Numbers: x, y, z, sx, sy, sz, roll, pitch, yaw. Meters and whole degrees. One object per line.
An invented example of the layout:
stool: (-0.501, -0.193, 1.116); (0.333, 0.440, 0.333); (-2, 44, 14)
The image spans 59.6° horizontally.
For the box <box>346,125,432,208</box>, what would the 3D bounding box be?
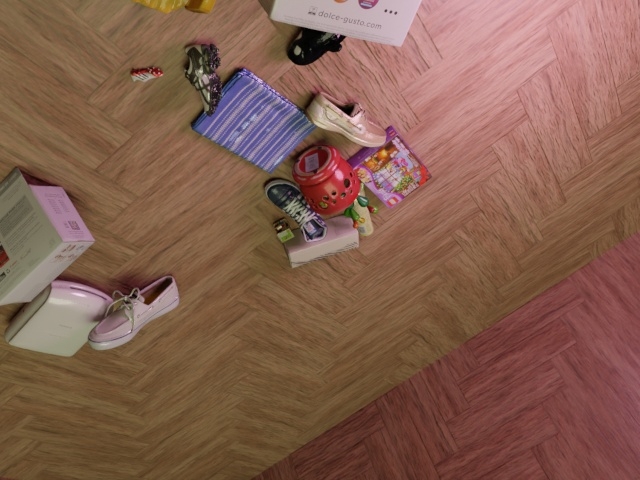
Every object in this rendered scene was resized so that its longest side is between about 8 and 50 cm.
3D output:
box: (0.252, -0.254, 2.003); (0.201, 0.057, 0.293); (-37, 139, 15)

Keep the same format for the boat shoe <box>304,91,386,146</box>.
boat shoe: (0.099, -0.380, 1.756); (0.302, 0.109, 0.098); (15, 127, -31)

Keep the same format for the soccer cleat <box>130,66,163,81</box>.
soccer cleat: (-0.457, -0.436, 1.475); (0.083, 0.029, 0.035); (-7, 146, -15)

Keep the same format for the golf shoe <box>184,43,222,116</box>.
golf shoe: (-0.319, -0.434, 1.512); (0.094, 0.077, 0.198); (9, 124, 7)

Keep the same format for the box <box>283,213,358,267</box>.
box: (0.000, 0.000, 2.111); (0.275, 0.113, 0.094); (-17, 140, -7)

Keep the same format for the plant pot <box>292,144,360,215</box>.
plant pot: (0.016, -0.206, 1.837); (0.191, 0.191, 0.174); (-29, 135, 5)

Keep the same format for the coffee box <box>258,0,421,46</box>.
coffee box: (0.037, -0.679, 1.217); (0.338, 0.338, 0.334); (0, 134, -29)

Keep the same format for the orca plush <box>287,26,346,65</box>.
orca plush: (0.048, -0.548, 1.521); (0.287, 0.102, 0.151); (-24, 159, 3)

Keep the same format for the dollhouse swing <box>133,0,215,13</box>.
dollhouse swing: (-0.344, -0.593, 1.148); (0.347, 0.305, 0.315); (9, 129, -35)

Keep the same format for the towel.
towel: (-0.192, -0.348, 1.693); (0.243, 0.040, 0.336); (-43, 137, 21)

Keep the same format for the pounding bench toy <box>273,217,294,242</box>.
pounding bench toy: (-0.140, -0.048, 2.022); (0.052, 0.065, 0.083); (-27, 140, 4)

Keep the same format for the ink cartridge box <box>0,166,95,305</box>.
ink cartridge box: (-0.855, -0.013, 1.615); (0.309, 0.272, 0.130); (-38, 169, 16)

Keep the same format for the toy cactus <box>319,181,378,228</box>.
toy cactus: (0.098, -0.139, 1.971); (0.219, 0.112, 0.180); (17, 141, 6)

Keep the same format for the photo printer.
photo printer: (-0.897, 0.267, 1.948); (0.307, 0.107, 0.256); (-42, 138, 19)

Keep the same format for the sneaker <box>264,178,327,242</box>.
sneaker: (-0.075, -0.096, 1.935); (0.099, 0.153, 0.282); (-38, 138, 14)

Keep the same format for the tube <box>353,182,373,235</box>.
tube: (0.146, -0.117, 2.103); (0.070, 0.062, 0.240); (-50, 140, -23)

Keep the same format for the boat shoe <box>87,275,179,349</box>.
boat shoe: (-0.646, 0.227, 1.939); (0.367, 0.136, 0.156); (-32, 138, -40)
